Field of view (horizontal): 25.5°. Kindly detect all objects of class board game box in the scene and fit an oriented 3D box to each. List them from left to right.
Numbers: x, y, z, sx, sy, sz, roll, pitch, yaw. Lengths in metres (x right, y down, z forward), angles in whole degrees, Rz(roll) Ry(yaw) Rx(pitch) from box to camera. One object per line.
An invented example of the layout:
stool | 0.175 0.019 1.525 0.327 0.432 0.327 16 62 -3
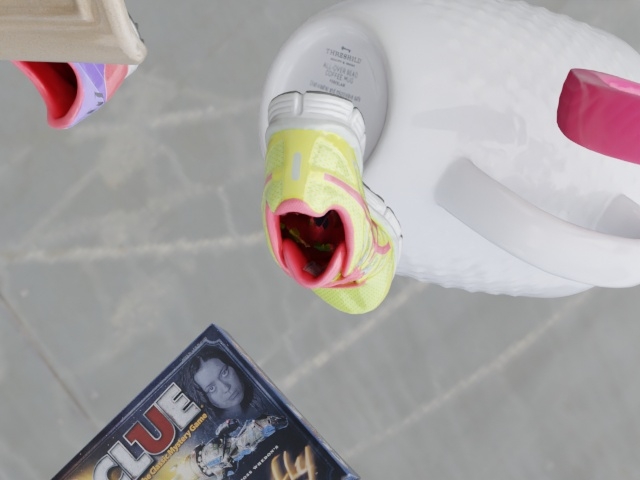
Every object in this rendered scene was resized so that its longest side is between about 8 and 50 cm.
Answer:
board game box | -0.113 0.207 1.092 0.243 0.165 0.042 -45 160 0

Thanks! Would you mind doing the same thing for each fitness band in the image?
fitness band | 0.272 -0.076 0.992 0.291 0.209 0.054 -62 167 -79

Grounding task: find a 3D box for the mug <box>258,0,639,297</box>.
mug | 0.145 -0.071 1.263 0.328 0.374 0.276 8 115 -44

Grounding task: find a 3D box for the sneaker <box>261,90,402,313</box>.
sneaker | 0.000 0.000 0.912 0.081 0.094 0.208 -2 146 15

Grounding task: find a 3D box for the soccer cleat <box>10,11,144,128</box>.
soccer cleat | -0.277 -0.243 1.257 0.318 0.108 0.116 57 49 -34

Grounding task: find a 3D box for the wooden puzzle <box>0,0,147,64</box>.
wooden puzzle | -0.200 -0.183 0.639 0.044 0.221 0.239 -59 144 -40
